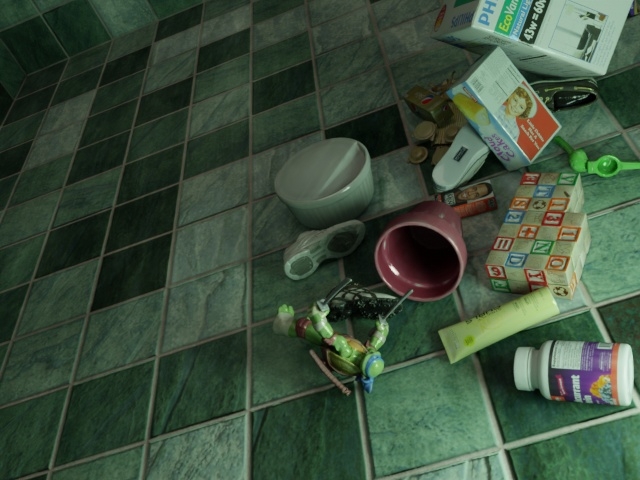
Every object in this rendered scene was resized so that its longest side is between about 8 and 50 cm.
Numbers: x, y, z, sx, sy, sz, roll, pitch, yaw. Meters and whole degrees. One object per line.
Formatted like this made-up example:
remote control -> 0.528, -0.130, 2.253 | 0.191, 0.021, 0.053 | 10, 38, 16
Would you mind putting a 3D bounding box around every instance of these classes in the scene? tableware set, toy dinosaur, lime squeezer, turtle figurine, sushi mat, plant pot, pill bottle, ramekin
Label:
tableware set -> 0.312, -0.262, 2.016 | 0.168, 0.020, 0.141 | 13, 70, 36
toy dinosaur -> 0.398, -0.445, 2.154 | 0.093, 0.053, 0.183 | -51, 36, -7
lime squeezer -> 0.660, -0.186, 1.739 | 0.109, 0.059, 0.310 | -15, 25, -37
turtle figurine -> 0.044, 0.167, 1.566 | 0.266, 0.275, 0.197 | 9, 21, 44
sushi mat -> 0.404, -0.374, 2.114 | 0.151, 0.019, 0.317 | -7, 42, 23
plant pot -> 0.238, 0.007, 1.656 | 0.201, 0.202, 0.180 | -5, 27, 26
pill bottle -> 0.451, 0.234, 1.324 | 0.193, 0.108, 0.108 | -2, 45, 29
ramekin -> 0.021, -0.146, 1.990 | 0.272, 0.127, 0.273 | -16, 39, 14

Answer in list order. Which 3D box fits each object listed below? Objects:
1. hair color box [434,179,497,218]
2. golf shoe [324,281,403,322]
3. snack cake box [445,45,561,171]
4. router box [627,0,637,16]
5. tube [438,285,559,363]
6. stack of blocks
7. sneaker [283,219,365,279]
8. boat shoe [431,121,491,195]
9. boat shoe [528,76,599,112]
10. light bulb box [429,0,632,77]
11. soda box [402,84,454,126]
hair color box -> 0.354, -0.094, 1.805 | 0.141, 0.043, 0.072 | -16, 39, 13
golf shoe -> 0.095, 0.129, 1.677 | 0.198, 0.077, 0.094 | -3, 44, 26
snack cake box -> 0.454, -0.323, 1.826 | 0.152, 0.264, 0.089 | -46, 12, -25
router box -> 0.801, -0.755, 2.264 | 0.242, 0.081, 0.309 | -15, 40, 15
tube -> 0.360, 0.168, 1.496 | 0.240, 0.062, 0.070 | -25, -3, 10
stack of blocks -> 0.491, -0.018, 1.604 | 0.171, 0.087, 0.297 | 4, 48, 34
sneaker -> 0.000, 0.000, 1.871 | 0.232, 0.090, 0.115 | -26, 35, -1
boat shoe -> 0.377, -0.213, 1.892 | 0.096, 0.088, 0.268 | 29, 68, 20
boat shoe -> 0.611, -0.375, 1.943 | 0.227, 0.081, 0.069 | -10, 37, 17
light bulb box -> 0.521, -0.574, 1.877 | 0.358, 0.360, 0.226 | -127, 55, -77
soda box -> 0.308, -0.388, 2.127 | 0.058, 0.061, 0.181 | -39, 32, 0
